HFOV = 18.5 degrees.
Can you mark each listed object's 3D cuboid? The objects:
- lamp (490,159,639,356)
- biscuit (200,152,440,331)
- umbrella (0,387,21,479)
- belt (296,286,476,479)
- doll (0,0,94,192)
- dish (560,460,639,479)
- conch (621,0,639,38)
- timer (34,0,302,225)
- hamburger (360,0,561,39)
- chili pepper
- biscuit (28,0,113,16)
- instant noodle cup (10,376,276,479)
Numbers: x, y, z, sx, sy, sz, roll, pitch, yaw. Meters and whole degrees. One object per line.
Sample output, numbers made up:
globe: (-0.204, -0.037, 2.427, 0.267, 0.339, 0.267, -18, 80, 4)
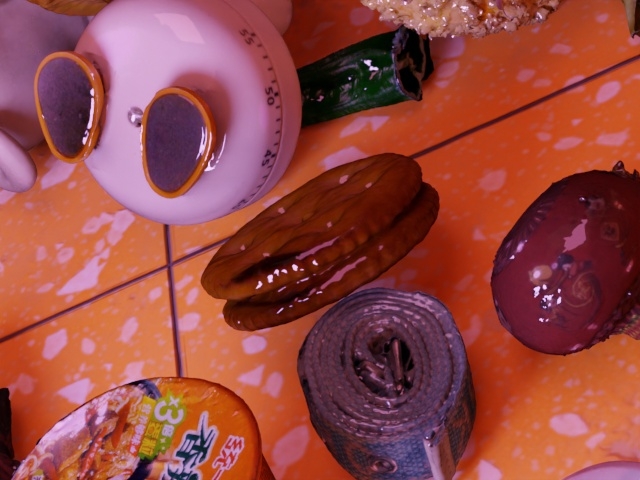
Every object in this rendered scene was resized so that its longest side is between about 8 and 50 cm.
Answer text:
lamp: (0.212, 0.024, 1.543, 0.157, 0.135, 0.156, -50, 3, 21)
biscuit: (0.000, 0.000, 1.691, 0.220, 0.066, 0.220, -30, 13, 8)
umbrella: (-0.297, 0.217, 1.719, 0.090, 0.094, 0.326, 6, 32, -22)
belt: (0.055, 0.119, 1.583, 0.148, 0.082, 0.163, 3, 45, 23)
doll: (-0.332, -0.234, 2.099, 0.226, 0.215, 0.370, 23, 63, 3)
dish: (0.193, 0.263, 1.350, 0.229, 0.081, 0.229, -18, 39, 15)
conch: (0.297, -0.273, 1.820, 0.095, 0.079, 0.200, -18, 58, -1)
timer: (-0.118, -0.137, 1.862, 0.233, 0.233, 0.240, 0, 14, 34)
hamburger: (0.129, -0.277, 1.862, 0.243, 0.138, 0.261, 13, 30, 20)
chili pepper: (-0.003, -0.151, 1.920, 0.227, 0.059, 0.088, -12, 40, 31)
biscuit: (-0.159, -0.288, 1.910, 0.296, 0.296, 0.102, -16, 84, 21)
instant noodle cup: (-0.109, 0.242, 1.490, 0.230, 0.182, 0.230, -19, 42, 18)
